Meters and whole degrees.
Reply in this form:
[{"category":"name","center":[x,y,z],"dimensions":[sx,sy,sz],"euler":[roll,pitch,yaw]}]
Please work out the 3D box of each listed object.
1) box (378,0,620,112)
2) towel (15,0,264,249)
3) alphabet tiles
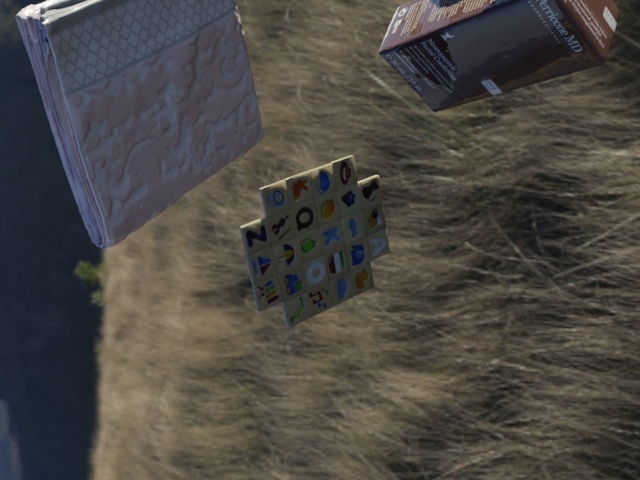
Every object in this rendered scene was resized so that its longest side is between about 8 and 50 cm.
[{"category":"box","center":[0.315,-0.376,1.448],"dimensions":[0.381,0.191,0.143],"euler":[-11,48,48]},{"category":"towel","center":[-0.208,-0.198,1.049],"dimensions":[0.053,0.332,0.317],"euler":[18,132,33]},{"category":"alphabet tiles","center":[0.000,0.000,1.567],"dimensions":[0.011,0.342,0.285],"euler":[13,119,51]}]
